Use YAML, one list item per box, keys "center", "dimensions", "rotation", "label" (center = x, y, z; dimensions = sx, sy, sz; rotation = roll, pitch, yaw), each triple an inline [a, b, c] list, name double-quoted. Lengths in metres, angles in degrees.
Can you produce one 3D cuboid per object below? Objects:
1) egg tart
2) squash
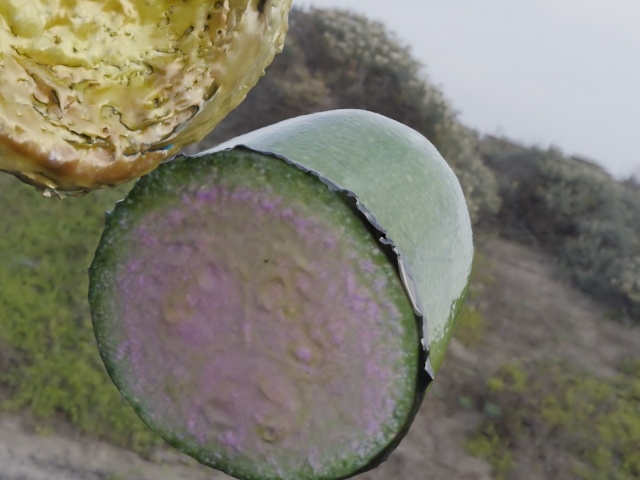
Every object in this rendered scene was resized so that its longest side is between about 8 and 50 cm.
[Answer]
- center: [-0.153, -0.167, 0.838]
  dimensions: [0.291, 0.290, 0.107]
  rotation: [16, 7, -31]
  label: "egg tart"
- center: [-0.005, 0.018, 1.168]
  dimensions: [0.310, 0.310, 0.309]
  rotation: [21, 27, 13]
  label: "squash"
